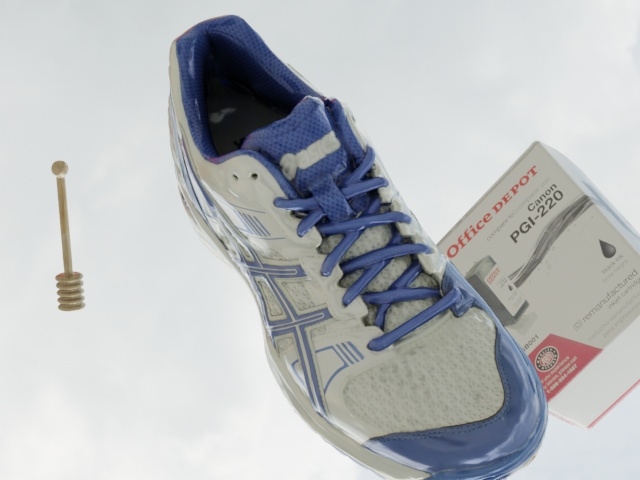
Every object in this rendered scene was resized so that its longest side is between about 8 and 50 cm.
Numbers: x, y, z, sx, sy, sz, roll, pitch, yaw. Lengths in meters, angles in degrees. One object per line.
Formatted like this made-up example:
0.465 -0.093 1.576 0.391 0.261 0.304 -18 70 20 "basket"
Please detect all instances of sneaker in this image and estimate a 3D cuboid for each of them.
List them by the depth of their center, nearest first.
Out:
0.000 0.000 0.592 0.112 0.131 0.296 -33 -123 -17 "sneaker"

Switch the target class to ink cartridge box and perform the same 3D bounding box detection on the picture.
0.222 0.037 1.061 0.158 0.092 0.218 -48 -136 17 "ink cartridge box"

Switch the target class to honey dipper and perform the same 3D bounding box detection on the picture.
-0.267 -0.005 1.209 0.030 0.030 0.160 13 -70 45 "honey dipper"
